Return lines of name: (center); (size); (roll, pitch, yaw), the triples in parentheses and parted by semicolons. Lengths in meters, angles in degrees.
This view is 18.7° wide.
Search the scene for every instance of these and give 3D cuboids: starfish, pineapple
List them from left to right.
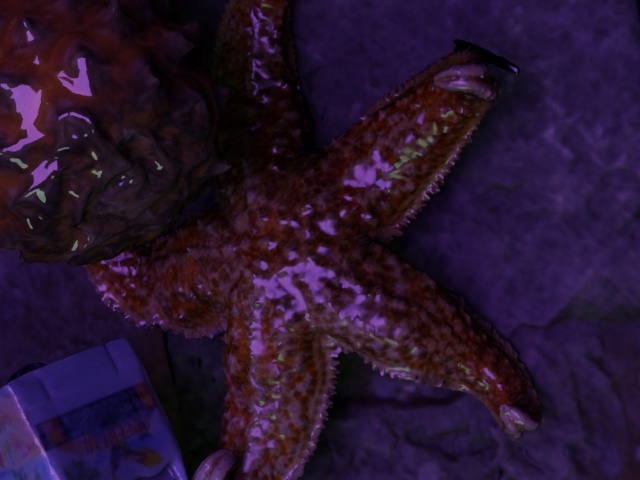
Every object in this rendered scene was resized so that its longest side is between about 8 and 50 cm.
pineapple: (-0.187, -0.142, 1.094); (0.175, 0.175, 0.361); (-49, 57, 16)
starfish: (0.001, 0.000, 1.098); (0.303, 0.113, 0.312); (-45, 72, 17)

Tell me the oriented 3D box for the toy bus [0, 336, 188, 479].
toy bus: (-0.213, 0.175, 1.141); (0.330, 0.109, 0.136); (-34, 83, 40)
